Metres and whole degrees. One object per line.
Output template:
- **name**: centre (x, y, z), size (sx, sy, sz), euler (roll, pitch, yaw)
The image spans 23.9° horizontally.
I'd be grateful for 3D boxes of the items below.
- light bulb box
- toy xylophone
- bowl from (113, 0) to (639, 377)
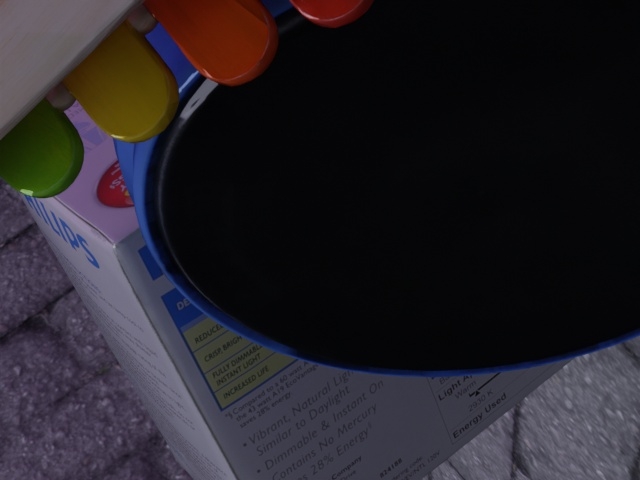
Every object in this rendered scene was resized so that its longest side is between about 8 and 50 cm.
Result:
- **light bulb box**: centre (0.000, 0.000, 1.198), size (0.225, 0.358, 0.361), euler (34, 154, 49)
- **toy xylophone**: centre (-0.136, -0.138, 0.671), size (0.236, 0.323, 0.081), euler (59, -168, 13)
- **bowl**: centre (0.083, -0.048, 0.816), size (0.391, 0.391, 0.077), euler (75, -171, -53)
